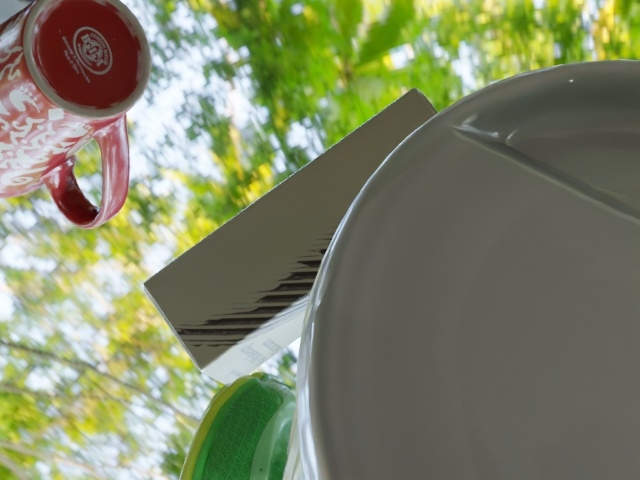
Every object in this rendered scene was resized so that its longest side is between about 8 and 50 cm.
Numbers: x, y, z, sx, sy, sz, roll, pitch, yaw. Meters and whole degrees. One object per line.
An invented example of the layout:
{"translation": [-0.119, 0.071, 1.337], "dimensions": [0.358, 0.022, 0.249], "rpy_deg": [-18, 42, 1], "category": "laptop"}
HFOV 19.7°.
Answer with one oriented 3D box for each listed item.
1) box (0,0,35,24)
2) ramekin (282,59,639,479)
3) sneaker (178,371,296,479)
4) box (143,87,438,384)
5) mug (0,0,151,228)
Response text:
{"translation": [-0.356, -0.251, 1.649], "dimensions": [0.270, 0.165, 0.143], "rpy_deg": [19, -127, -15], "category": "box"}
{"translation": [0.111, 0.083, 0.609], "dimensions": [0.273, 0.127, 0.272], "rpy_deg": [8, -122, -12], "category": "ramekin"}
{"translation": [0.003, 0.211, 1.016], "dimensions": [0.124, 0.109, 0.295], "rpy_deg": [-4, -78, 35], "category": "sneaker"}
{"translation": [0.000, 0.000, 1.499], "dimensions": [0.275, 0.113, 0.094], "rpy_deg": [-37, -106, 3], "category": "box"}
{"translation": [-0.176, -0.095, 1.249], "dimensions": [0.150, 0.169, 0.113], "rpy_deg": [30, -117, -21], "category": "mug"}
